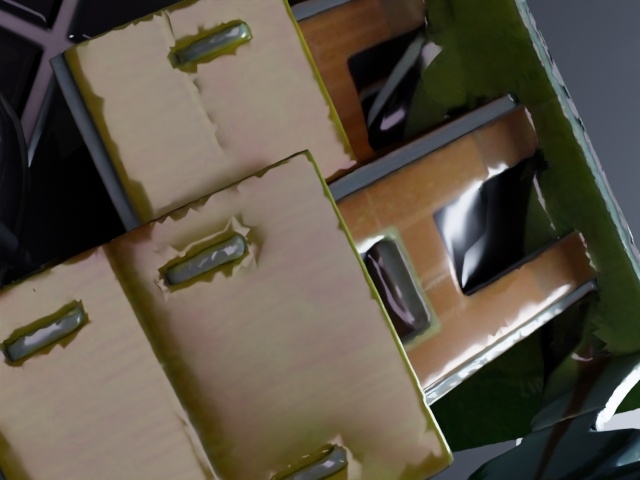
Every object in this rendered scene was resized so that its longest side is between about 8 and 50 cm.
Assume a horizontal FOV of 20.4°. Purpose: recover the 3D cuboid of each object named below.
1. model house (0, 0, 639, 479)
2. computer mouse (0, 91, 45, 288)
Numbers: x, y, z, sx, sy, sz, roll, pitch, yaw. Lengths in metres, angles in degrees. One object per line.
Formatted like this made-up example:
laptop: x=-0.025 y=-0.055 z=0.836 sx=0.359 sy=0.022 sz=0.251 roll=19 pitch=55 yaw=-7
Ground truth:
model house: x=0.000 y=0.000 z=0.769 sx=0.324 sy=0.340 sz=0.300 roll=-29 pitch=96 yaw=-42
computer mouse: x=-0.235 y=-0.044 z=0.826 sx=0.379 sy=0.090 sz=0.167 roll=44 pitch=51 yaw=-30
